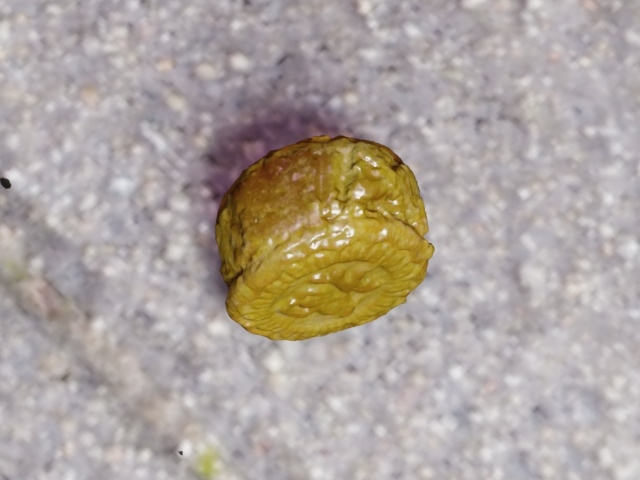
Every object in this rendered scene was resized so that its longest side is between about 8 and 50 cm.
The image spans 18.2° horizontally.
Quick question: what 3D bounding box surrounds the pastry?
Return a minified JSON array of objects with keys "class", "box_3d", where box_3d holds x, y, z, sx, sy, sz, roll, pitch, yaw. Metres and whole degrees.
[{"class":"pastry","box_3d":[0.000,0.000,0.907,0.097,0.109,0.057,4,54,-32]}]
